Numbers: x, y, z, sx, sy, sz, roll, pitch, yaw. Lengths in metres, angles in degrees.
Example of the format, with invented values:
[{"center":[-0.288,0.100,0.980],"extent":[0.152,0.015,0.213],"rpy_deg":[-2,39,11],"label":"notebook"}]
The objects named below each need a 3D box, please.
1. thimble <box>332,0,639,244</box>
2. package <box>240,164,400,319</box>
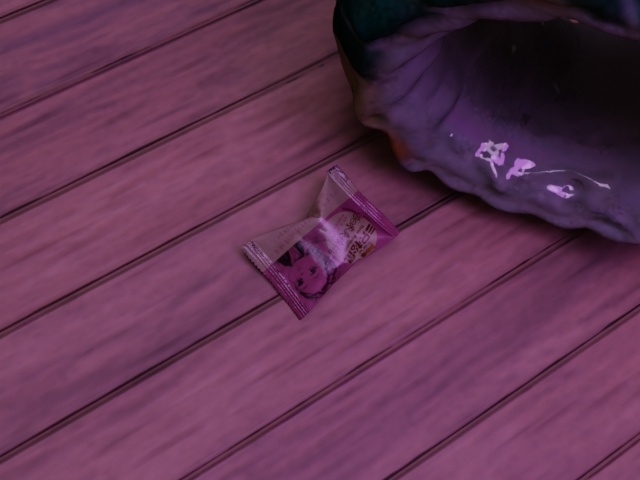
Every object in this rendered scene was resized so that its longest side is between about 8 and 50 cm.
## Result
[{"center":[0.157,-0.120,0.496],"extent":[0.288,0.254,0.167],"rpy_deg":[20,68,-3],"label":"thimble"},{"center":[0.000,0.000,0.546],"extent":[0.083,0.029,0.059],"rpy_deg":[-42,88,-10],"label":"package"}]
